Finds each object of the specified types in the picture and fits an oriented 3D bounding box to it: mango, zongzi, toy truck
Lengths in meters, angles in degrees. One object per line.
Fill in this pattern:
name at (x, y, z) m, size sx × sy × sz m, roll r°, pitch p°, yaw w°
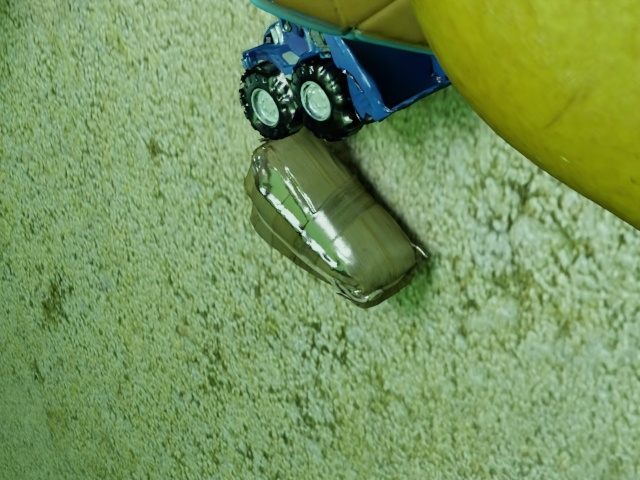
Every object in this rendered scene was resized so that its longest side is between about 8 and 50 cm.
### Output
mango at (0.226, -0.130, 0.767) m, size 0.301 × 0.220 × 0.445 m, roll -33°, pitch 90°, yaw 37°
zongzi at (0.000, 0.000, 1.276) m, size 0.194 × 0.099 × 0.197 m, roll 50°, pitch 155°, yaw 14°
toy truck at (0.024, -0.161, 1.106) m, size 0.208 × 0.113 × 0.126 m, roll 6°, pitch 118°, yaw 49°

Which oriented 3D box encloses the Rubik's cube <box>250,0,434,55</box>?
Rubik's cube at (0.025, -0.224, 0.968) m, size 0.254 × 0.254 × 0.254 m, roll 31°, pitch 137°, yaw 35°
